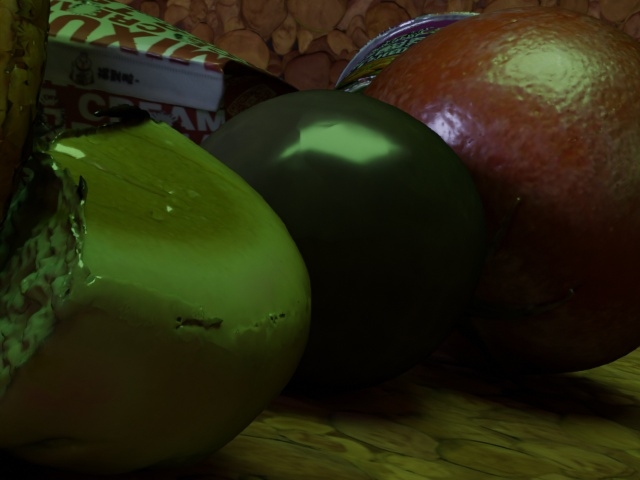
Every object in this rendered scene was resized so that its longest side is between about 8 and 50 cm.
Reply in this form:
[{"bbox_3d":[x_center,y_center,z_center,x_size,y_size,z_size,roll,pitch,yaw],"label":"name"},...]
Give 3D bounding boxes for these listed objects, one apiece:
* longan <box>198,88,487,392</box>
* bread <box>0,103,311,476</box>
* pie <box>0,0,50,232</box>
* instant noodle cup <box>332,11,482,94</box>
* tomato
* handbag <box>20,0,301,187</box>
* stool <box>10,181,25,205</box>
[{"bbox_3d":[0.000,0.000,1.203,0.212,0.198,0.198,8,9,-26],"label":"longan"},{"bbox_3d":[-0.091,0.043,0.931,0.156,0.158,0.260,37,19,13],"label":"bread"},{"bbox_3d":[-0.209,-0.055,0.944,0.069,0.273,0.273,21,2,-32],"label":"pie"},{"bbox_3d":[0.092,-0.055,1.626,0.251,0.251,0.190,15,17,14],"label":"instant noodle cup"},{"bbox_3d":[0.149,-0.041,1.375,0.265,0.265,0.265,13,8,-2],"label":"tomato"},{"bbox_3d":[-0.104,-0.077,1.357,0.171,0.151,0.298,14,-18,11],"label":"handbag"},{"bbox_3d":[-0.259,-0.104,1.485,0.195,0.195,0.199,18,8,4],"label":"stool"}]
